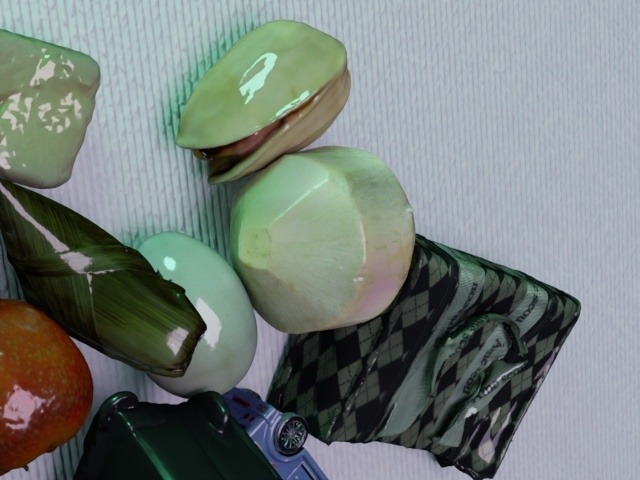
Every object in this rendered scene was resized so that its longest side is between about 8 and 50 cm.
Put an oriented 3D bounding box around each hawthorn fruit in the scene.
[{"bbox_3d":[-0.350,0.137,1.539,0.197,0.196,0.225,-30,95,-32],"label":"hawthorn fruit"}]

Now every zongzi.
[{"bbox_3d":[-0.235,0.032,1.531,0.112,0.221,0.242,-56,156,-26],"label":"zongzi"}]

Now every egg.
[{"bbox_3d":[-0.156,0.088,1.700,0.151,0.151,0.209,-30,108,-32],"label":"egg"}]

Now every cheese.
[{"bbox_3d":[-0.361,-0.146,1.505,0.263,0.093,0.159,13,89,-41],"label":"cheese"}]

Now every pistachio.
[{"bbox_3d":[-0.065,-0.161,1.717,0.229,0.157,0.157,-42,125,-12],"label":"pistachio"}]

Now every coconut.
[{"bbox_3d":[0.000,0.000,1.730,0.237,0.197,0.236,-13,107,-51],"label":"coconut"}]

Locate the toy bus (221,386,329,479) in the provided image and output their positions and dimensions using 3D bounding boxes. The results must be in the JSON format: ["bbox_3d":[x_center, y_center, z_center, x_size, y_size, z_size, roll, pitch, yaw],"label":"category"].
[{"bbox_3d":[-0.051,0.322,1.866,0.133,0.125,0.292,-46,125,-19],"label":"toy bus"}]

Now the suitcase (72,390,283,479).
[{"bbox_3d":[-0.157,0.380,1.608,0.188,0.345,0.339,1,126,-45],"label":"suitcase"}]

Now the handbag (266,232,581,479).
[{"bbox_3d":[0.154,0.165,1.988,0.416,0.180,0.316,17,97,-47],"label":"handbag"}]
